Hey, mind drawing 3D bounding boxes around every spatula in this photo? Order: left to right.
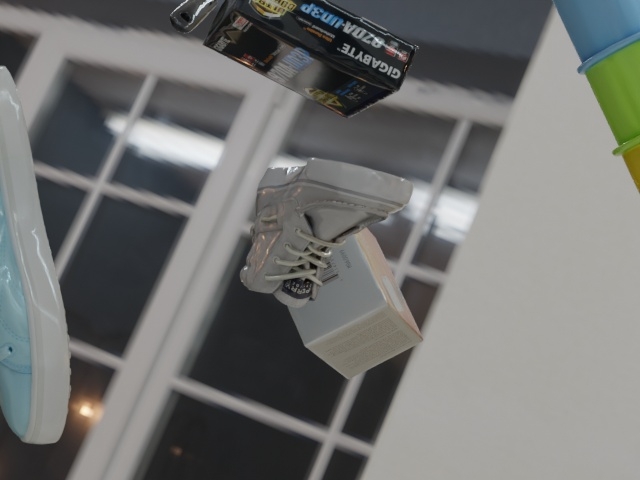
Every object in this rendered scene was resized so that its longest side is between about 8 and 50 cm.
[{"bbox_3d":[-0.118,-0.302,1.844,0.084,0.296,0.030,42,-56,-7],"label":"spatula"}]

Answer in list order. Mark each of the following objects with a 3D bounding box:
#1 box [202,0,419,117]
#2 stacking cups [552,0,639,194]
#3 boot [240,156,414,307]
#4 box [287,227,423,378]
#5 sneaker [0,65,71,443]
[{"bbox_3d":[-0.015,-0.191,1.530,0.175,0.051,0.220,26,-7,-10],"label":"box"},{"bbox_3d":[0.205,-0.163,1.076,0.316,0.096,0.096,65,-17,2],"label":"stacking cups"},{"bbox_3d":[0.000,0.000,1.348,0.095,0.123,0.258,16,-6,-16],"label":"boot"},{"bbox_3d":[0.021,0.047,1.533,0.130,0.091,0.170,65,7,20],"label":"box"},{"bbox_3d":[-0.336,0.022,1.471,0.150,0.366,0.135,-11,-7,-21],"label":"sneaker"}]
